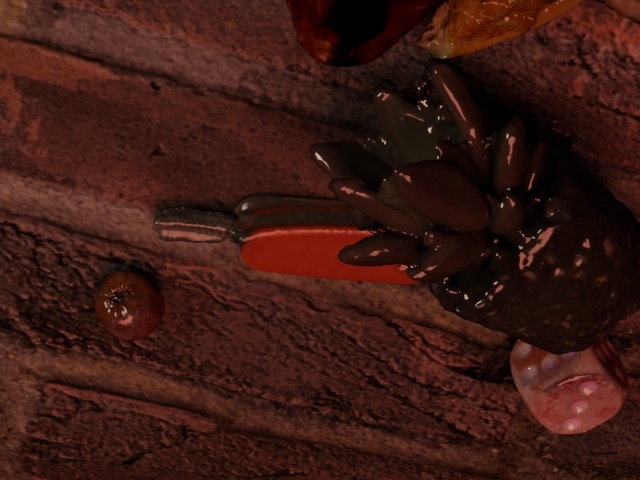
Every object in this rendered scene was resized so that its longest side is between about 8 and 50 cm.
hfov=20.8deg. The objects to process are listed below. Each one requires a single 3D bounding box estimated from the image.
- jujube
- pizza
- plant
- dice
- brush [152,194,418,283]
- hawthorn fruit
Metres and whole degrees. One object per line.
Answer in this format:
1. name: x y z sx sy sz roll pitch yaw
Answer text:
1. jujube: 0.044 -0.233 1.390 0.168 0.168 0.236 5 142 -12
2. pizza: 0.200 -0.230 1.420 0.292 0.058 0.197 -30 166 13
3. plant: 0.143 -0.023 1.565 0.321 0.181 0.194 35 106 -31
4. dice: 0.256 0.137 1.792 0.093 0.094 0.091 -32 127 19
5. brush: 0.000 0.000 1.665 0.323 0.051 0.070 4 133 -10
6. hawthorn fruit: -0.181 0.070 1.709 0.067 0.066 0.103 -16 158 8
